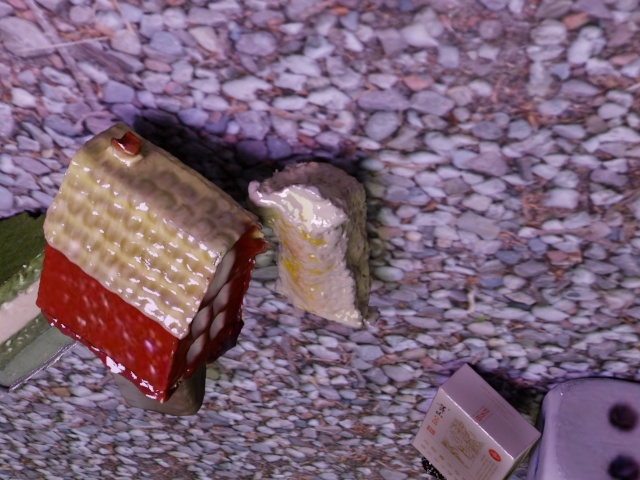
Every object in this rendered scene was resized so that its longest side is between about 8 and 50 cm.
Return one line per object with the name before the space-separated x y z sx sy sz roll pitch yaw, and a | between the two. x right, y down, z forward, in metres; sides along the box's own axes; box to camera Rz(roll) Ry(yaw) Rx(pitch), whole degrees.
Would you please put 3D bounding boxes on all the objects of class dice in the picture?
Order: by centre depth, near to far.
dice | 0.372 0.300 1.404 0.194 0.192 0.193 9 148 7

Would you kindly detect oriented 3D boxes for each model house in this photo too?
model house | -0.170 0.012 1.116 0.196 0.160 0.254 34 141 13

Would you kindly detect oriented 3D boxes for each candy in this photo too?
candy | -0.217 0.148 1.444 0.104 0.102 0.234 7 148 9

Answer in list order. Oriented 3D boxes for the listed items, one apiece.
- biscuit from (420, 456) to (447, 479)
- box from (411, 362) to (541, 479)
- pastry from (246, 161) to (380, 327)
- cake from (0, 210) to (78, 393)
biscuit | 0.198 0.358 1.698 0.087 0.027 0.089 7 147 6
box | 0.206 0.269 1.473 0.141 0.058 0.201 43 153 20
pastry | -0.006 0.000 1.165 0.121 0.089 0.258 5 146 13
cake | -0.347 0.023 1.346 0.283 0.172 0.158 -37 138 8
